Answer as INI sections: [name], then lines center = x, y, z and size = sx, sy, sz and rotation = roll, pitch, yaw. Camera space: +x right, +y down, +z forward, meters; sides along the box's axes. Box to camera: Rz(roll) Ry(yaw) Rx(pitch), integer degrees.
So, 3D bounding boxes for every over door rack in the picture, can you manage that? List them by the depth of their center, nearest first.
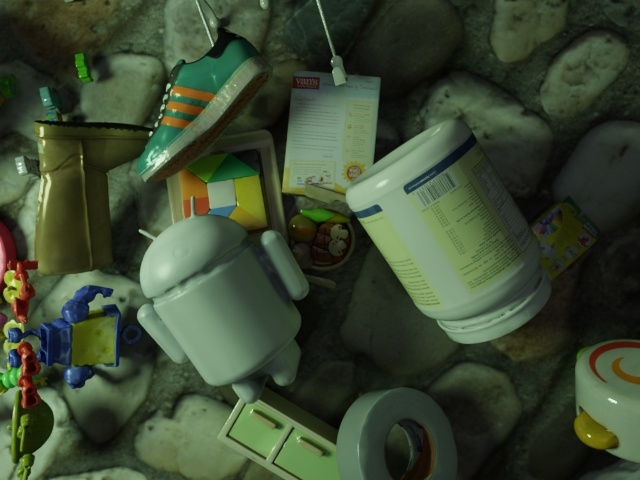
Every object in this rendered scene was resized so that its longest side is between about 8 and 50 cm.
[over door rack]
center = -0.103, -0.409, 0.866
size = 0.239, 0.108, 0.324
rotation = -15, 97, 14

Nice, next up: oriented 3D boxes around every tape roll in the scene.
[tape roll]
center = 0.138, 0.376, 0.828
size = 0.219, 0.072, 0.219
rotation = 11, 66, -27

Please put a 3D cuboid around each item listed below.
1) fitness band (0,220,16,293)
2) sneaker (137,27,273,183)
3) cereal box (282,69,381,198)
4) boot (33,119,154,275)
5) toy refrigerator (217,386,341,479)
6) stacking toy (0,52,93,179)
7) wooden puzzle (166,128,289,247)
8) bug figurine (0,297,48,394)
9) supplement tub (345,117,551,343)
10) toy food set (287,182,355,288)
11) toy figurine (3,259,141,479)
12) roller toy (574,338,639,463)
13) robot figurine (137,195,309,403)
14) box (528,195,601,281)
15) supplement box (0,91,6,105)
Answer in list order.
[fitness band]
center = -0.741, 0.044, 0.900
size = 0.290, 0.054, 0.209
rotation = -13, 86, -2
[sneaker]
center = -0.227, -0.234, 0.819
size = 0.302, 0.108, 0.121
rotation = -43, 90, 8
[cereal box]
center = 0.021, -0.201, 0.908
size = 0.172, 0.047, 0.240
rotation = 6, 88, 1
[boot]
center = -0.405, -0.081, 0.870
size = 0.236, 0.089, 0.270
rotation = -5, 113, -32
[toy refrigerator]
center = -0.046, 0.381, 0.870
size = 0.269, 0.094, 0.102
rotation = 31, 89, 1
[stacking toy]
center = -0.512, -0.238, 0.909
size = 0.166, 0.052, 0.221
rotation = -15, 87, -2
[wooden puzzle]
center = -0.186, -0.085, 0.906
size = 0.220, 0.044, 0.239
rotation = -10, 89, -1
[bug figurine]
center = -0.648, 0.223, 0.851
size = 0.216, 0.072, 0.279
rotation = -21, 104, -7
[supplement tub]
center = 0.219, -0.013, 0.799
size = 0.235, 0.235, 0.325
rotation = -35, 99, -1
[toy food set]
center = 0.000, 0.000, 0.883
size = 0.132, 0.038, 0.192
rotation = 15, 103, -3
[toy figurine]
center = -0.422, 0.212, 0.830
size = 0.217, 0.191, 0.363
rotation = -2, 99, -41
[roller toy]
center = 0.554, 0.283, 0.817
size = 0.191, 0.209, 0.146
rotation = 0, 115, 31
[robot figurine]
center = -0.170, 0.103, 0.808
size = 0.299, 0.200, 0.354
rotation = -30, 100, 6
[box]
center = 0.444, 0.006, 0.909
size = 0.179, 0.043, 0.105
rotation = -41, 89, 1
[supplement box]
center = -0.791, -0.206, 0.810
size = 0.195, 0.194, 0.357
rotation = 36, 84, 8
